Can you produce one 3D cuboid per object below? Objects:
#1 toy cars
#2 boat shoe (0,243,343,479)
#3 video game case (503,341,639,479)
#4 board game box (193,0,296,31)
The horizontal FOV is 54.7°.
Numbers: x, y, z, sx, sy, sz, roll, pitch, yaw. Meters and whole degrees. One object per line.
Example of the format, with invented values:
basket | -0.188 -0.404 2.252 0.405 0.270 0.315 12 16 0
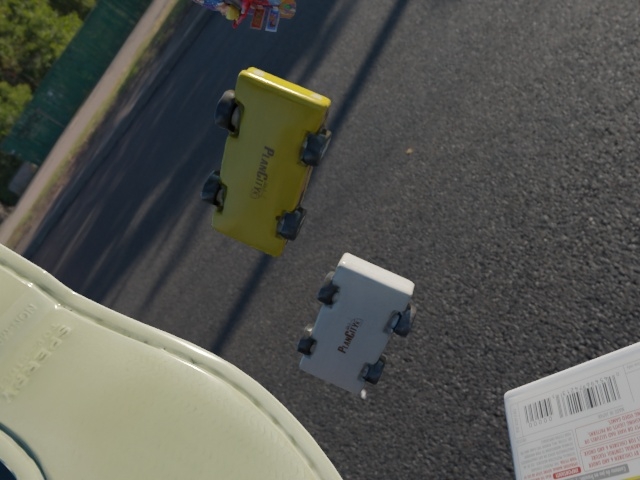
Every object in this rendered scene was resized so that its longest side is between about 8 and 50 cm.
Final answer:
toy cars | 0.000 0.000 0.642 0.176 0.394 0.087 -10 33 30
boat shoe | -0.118 0.117 0.332 0.127 0.340 0.113 -55 -13 -33
video game case | 0.210 0.142 0.325 0.227 0.026 0.206 -34 36 35
board game box | -0.112 -0.265 0.674 0.168 0.133 0.033 15 86 24
